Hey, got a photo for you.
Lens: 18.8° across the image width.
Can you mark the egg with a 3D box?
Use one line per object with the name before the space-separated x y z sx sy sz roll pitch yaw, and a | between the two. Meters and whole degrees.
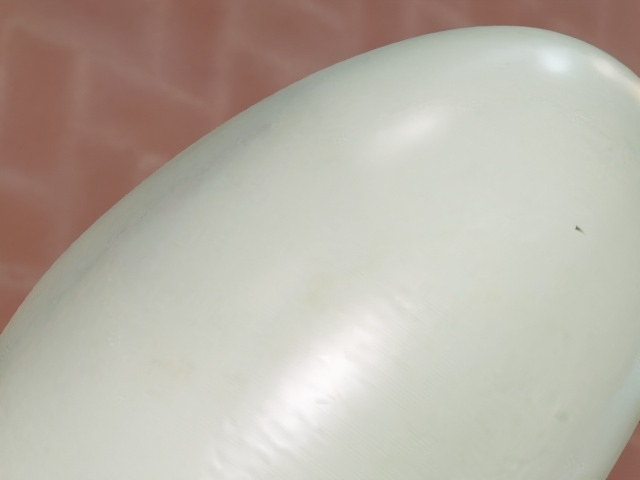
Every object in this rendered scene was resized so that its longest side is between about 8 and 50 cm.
egg | -0.003 0.066 0.783 0.230 0.371 0.230 42 16 -15
